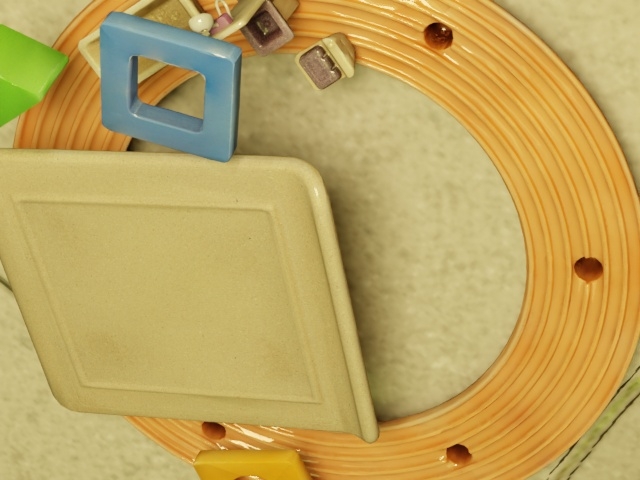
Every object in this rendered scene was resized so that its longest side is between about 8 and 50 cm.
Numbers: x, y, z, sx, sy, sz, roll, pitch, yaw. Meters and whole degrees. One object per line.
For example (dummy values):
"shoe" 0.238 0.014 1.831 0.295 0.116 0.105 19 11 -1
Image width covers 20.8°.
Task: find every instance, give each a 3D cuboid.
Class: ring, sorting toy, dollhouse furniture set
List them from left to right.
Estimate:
"sorting toy" -0.069 0.021 0.873 0.196 0.047 0.347 6 133 20
"dollhouse furniture set" -0.059 -0.079 0.800 0.114 0.081 0.091 -28 107 29
"ring" 0.000 0.000 0.895 0.336 0.032 0.336 8 121 13
